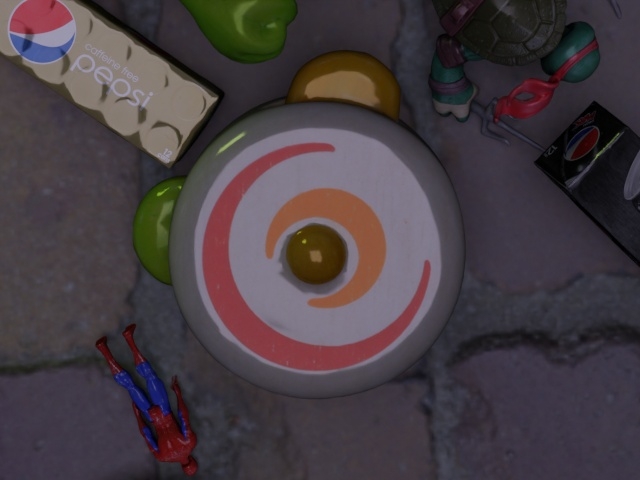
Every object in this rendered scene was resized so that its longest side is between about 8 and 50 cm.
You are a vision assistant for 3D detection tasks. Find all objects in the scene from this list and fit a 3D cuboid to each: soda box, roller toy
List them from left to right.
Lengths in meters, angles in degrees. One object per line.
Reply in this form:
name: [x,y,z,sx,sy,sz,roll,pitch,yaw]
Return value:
soda box: [-0.155,-0.123,1.227,0.181,0.058,0.061,35,96,-3]
roller toy: [0.000,0.000,1.196,0.209,0.146,0.191,-39,96,4]
soda box: [0.220,-0.014,1.208,0.060,0.053,0.169,-46,119,6]

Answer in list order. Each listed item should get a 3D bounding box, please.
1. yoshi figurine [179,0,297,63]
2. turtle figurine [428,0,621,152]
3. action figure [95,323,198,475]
yoshi figurine: [-0.051,-0.222,1.061,0.203,0.362,0.203,-43,94,5]
turtle figurine: [0.114,-0.169,1.195,0.234,0.118,0.175,45,96,1]
action figure: [-0.114,0.113,1.271,0.038,0.030,0.115,-25,101,9]
